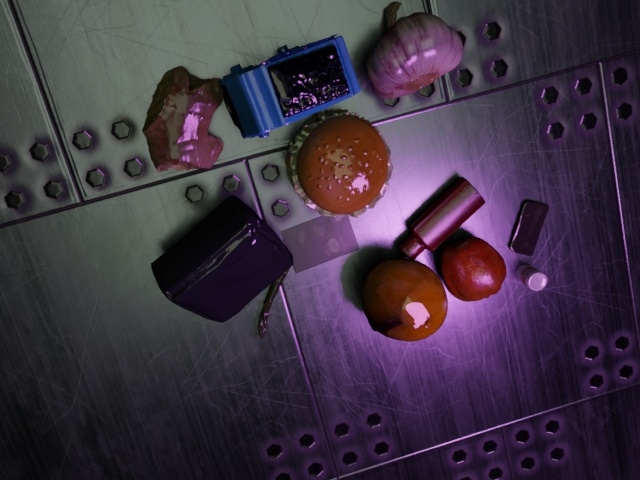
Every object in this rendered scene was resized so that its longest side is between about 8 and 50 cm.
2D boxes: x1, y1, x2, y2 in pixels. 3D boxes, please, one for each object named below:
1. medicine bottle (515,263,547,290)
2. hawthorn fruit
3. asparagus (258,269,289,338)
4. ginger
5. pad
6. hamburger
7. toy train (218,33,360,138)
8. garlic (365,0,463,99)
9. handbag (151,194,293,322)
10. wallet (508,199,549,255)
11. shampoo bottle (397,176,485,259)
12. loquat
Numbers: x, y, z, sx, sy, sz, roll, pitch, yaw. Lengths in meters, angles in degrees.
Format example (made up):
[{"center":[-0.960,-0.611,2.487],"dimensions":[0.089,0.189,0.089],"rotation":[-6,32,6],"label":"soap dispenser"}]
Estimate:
[{"center":[0.599,0.105,1.931],"dimensions":[0.057,0.089,0.057],"rotation":[-2,103,-8],"label":"medicine bottle"},{"center":[0.413,0.079,1.859],"dimensions":[0.189,0.189,0.189],"rotation":[-2,104,-8],"label":"hawthorn fruit"},{"center":[-0.132,0.160,1.866],"dimensions":[0.034,0.027,0.235],"rotation":[21,99,-2],"label":"asparagus"},{"center":[-0.327,-0.287,1.683],"dimensions":[0.221,0.130,0.275],"rotation":[33,95,-25],"label":"ginger"},{"center":[0.000,0.000,1.861],"dimensions":[0.190,0.004,0.127],"rotation":[-21,105,-2],"label":"pad"},{"center":[0.050,-0.192,1.713],"dimensions":[0.275,0.212,0.274],"rotation":[-2,103,-8],"label":"hamburger"},{"center":[-0.074,-0.366,1.612],"dimensions":[0.300,0.265,0.187],"rotation":[-29,106,-25],"label":"toy train"},{"center":[0.212,-0.494,1.688],"dimensions":[0.245,0.245,0.253],"rotation":[-18,73,-4],"label":"garlic"},{"center":[-0.248,0.048,1.763],"dimensions":[0.302,0.178,0.275],"rotation":[-42,148,4],"label":"handbag"},{"center":[0.593,-0.035,1.934],"dimensions":[0.082,0.018,0.156],"rotation":[12,101,-12],"label":"wallet"},{"center":[0.326,-0.051,1.866],"dimensions":[0.260,0.064,0.102],"rotation":[-44,106,3],"label":"shampoo bottle"},{"center":[0.222,0.159,1.816],"dimensions":[0.235,0.235,0.234],"rotation":[-2,104,-8],"label":"loquat"}]
